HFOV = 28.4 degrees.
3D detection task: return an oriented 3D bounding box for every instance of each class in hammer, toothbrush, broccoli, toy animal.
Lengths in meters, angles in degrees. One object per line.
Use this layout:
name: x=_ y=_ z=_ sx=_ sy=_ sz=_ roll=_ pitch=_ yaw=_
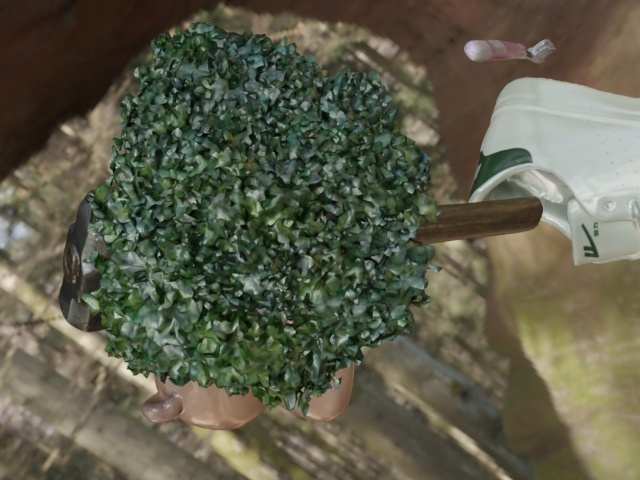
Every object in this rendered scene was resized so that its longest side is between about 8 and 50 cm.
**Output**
hammer: x=0.000 y=0.000 z=0.895 sx=0.043 sy=0.365 sz=0.111 roll=68 pitch=150 yaw=31
toothbrush: x=0.185 y=-0.183 z=1.213 sx=0.025 sy=0.020 sz=0.286 roll=-38 pitch=-7 yaw=23
broccoli: x=-0.035 y=-0.010 z=0.685 sx=0.194 sy=0.219 sz=0.194 roll=-18 pitch=-9 yaw=-3
toy animal: x=-0.064 y=0.120 z=1.457 sx=0.229 sy=0.221 sz=0.210 roll=-56 pitch=9 yaw=25

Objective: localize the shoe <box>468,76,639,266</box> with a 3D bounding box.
shoe: x=0.313 y=-0.040 z=1.207 sx=0.160 sy=0.363 sz=0.131 roll=-60 pitch=-26 yaw=-24
